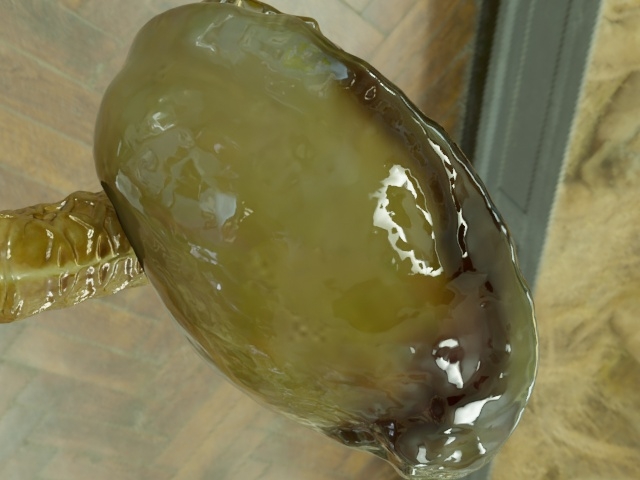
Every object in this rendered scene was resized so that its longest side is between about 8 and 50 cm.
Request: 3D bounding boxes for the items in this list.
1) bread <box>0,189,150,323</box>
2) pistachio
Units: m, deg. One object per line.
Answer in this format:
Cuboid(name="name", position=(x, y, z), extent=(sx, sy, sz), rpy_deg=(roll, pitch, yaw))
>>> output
Cuboid(name="bread", position=(-0.097, -0.001, 0.469), extent=(0.157, 0.044, 0.052), rpy_deg=(-17, 135, -47))
Cuboid(name="pistachio", position=(0.000, 0.000, 0.388), extent=(0.130, 0.210, 0.165), rpy_deg=(-32, 174, -39))
